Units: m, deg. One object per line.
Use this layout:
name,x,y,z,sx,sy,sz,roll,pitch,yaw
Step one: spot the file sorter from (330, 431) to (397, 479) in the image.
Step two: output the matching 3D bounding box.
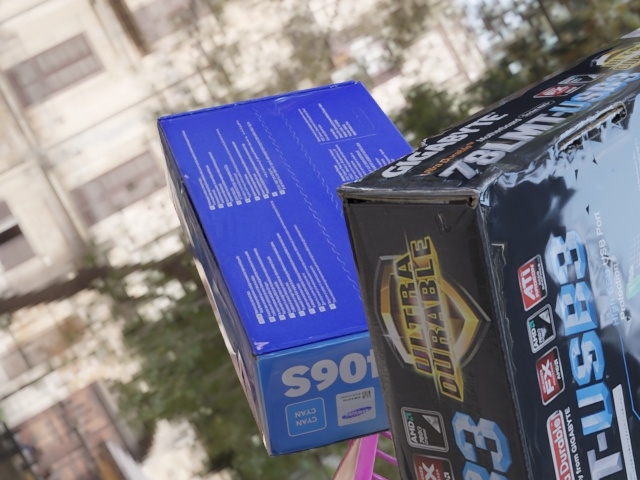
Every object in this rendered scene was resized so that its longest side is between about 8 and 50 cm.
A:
file sorter,0.074,0.349,1.465,0.182,0.202,0.291,27,14,-1

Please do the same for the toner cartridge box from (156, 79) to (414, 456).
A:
toner cartridge box,0.000,0.000,0.949,0.348,0.165,0.075,-118,-162,-58

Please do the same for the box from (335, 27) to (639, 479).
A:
box,0.148,0.068,0.612,0.073,0.293,0.295,1,-68,43
